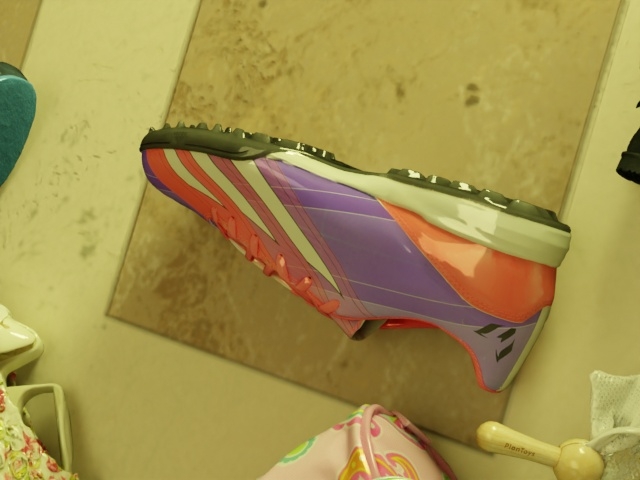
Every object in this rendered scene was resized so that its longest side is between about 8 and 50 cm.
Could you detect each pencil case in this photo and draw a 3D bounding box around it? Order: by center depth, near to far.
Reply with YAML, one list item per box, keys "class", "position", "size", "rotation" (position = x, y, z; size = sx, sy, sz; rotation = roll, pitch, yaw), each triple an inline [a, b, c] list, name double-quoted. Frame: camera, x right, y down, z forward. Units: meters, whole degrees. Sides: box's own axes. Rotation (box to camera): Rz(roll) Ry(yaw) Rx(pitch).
- class: "pencil case"
  position: [-0.048, 0.208, 0.743]
  size: [0.284, 0.124, 0.124]
  rotation: [-31, 66, 23]

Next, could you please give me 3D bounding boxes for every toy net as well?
- class: "toy net"
  position: [0.119, 0.151, 0.634]
  size: [0.232, 0.045, 0.122]
  rotation: [-23, 89, -13]

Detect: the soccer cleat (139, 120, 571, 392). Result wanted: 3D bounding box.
- class: "soccer cleat"
  position: [0.000, 0.000, 0.766]
  size: [0.318, 0.108, 0.116]
  rotation: [16, 93, 29]

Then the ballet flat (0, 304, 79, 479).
- class: "ballet flat"
  position: [-0.240, 0.115, 0.906]
  size: [0.077, 0.091, 0.241]
  rotation: [-23, 71, -8]

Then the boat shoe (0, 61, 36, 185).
- class: "boat shoe"
  position: [-0.337, -0.052, 0.970]
  size: [0.258, 0.109, 0.089]
  rotation: [-49, 58, 11]

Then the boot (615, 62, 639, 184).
- class: "boot"
  position: [0.236, -0.069, 0.677]
  size: [0.121, 0.045, 0.099]
  rotation: [22, 88, 32]
